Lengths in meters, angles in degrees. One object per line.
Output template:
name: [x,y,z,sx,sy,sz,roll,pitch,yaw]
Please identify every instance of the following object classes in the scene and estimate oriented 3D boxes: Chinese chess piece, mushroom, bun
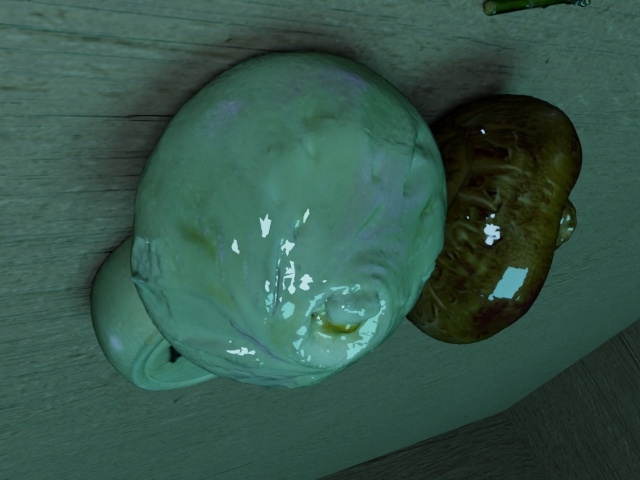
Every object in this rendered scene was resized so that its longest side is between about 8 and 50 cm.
Chinese chess piece: [-0.106,0.054,0.871,0.250,0.101,0.250,-25,157,-11]
mushroom: [0.148,-0.027,0.834,0.153,0.253,0.253,25,134,-18]
bun: [0.000,0.000,0.665,0.283,0.179,0.283,-21,125,-33]

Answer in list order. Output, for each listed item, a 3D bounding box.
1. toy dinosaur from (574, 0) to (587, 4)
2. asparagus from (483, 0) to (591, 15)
toy dinosaur: [0.211,-0.227,0.699,0.055,0.049,0.154,-34,162,22]
asparagus: [0.195,-0.211,0.758,0.127,0.015,0.018,-14,163,-30]
